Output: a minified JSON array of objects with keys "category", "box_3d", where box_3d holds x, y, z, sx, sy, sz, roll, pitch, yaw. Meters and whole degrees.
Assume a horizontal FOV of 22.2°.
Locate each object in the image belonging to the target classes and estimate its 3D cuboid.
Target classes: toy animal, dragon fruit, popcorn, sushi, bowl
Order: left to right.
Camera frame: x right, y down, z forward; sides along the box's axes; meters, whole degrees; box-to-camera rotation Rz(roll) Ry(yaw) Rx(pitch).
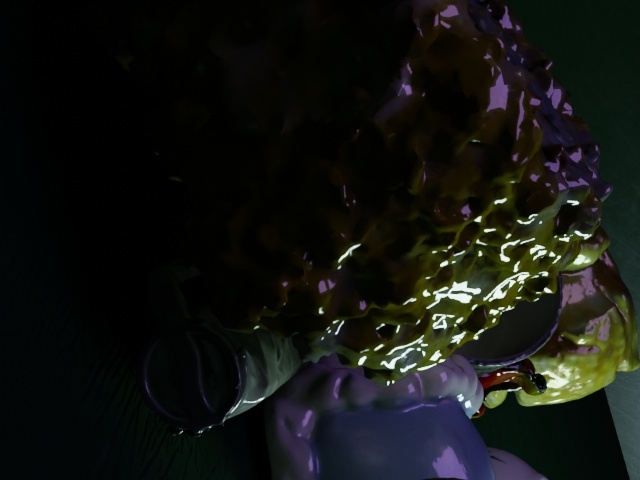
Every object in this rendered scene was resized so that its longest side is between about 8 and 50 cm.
[{"category":"sushi","box_3d":[0.012,-0.108,1.062,0.396,0.240,0.351,61,13,23]},{"category":"toy animal","box_3d":[0.056,0.171,1.238,0.208,0.156,0.204,51,31,-65]},{"category":"bowl","box_3d":[0.119,0.051,1.578,0.112,0.211,0.211,123,-33,-52]},{"category":"dragon fruit","box_3d":[0.147,0.118,1.681,0.142,0.175,0.138,-80,172,-73]},{"category":"popcorn","box_3d":[0.254,0.065,1.953,0.276,0.226,0.276,-15,90,-80]}]

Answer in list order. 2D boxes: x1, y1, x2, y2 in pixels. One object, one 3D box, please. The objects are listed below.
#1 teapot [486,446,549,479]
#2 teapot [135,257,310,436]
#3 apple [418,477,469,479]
[{"category":"teapot","box_3d":[0.161,0.316,1.532,0.208,0.166,0.299,-97,172,-57]},{"category":"teapot","box_3d":[-0.062,0.056,1.068,0.200,0.077,0.107,-28,99,-75]},{"category":"apple","box_3d":[0.069,0.287,0.955,0.279,0.279,0.279,-15,90,-76]}]
